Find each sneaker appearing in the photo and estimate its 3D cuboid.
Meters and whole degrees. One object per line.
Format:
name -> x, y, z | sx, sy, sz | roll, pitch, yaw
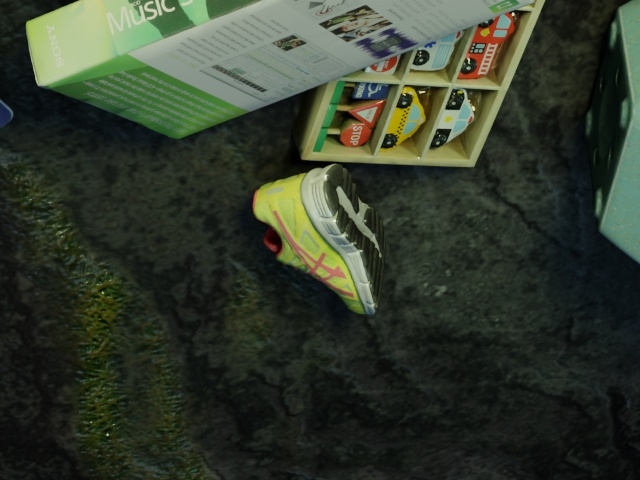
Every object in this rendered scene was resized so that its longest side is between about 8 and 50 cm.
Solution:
sneaker -> 0.000, 0.000, 1.661 | 0.094, 0.081, 0.208 | -6, 145, 17

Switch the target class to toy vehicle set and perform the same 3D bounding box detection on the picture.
toy vehicle set -> 0.090, -0.173, 1.533 | 0.166, 0.035, 0.267 | 1, 134, -21

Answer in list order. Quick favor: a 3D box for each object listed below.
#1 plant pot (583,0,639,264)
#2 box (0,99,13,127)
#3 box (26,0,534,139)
plant pot -> 0.364, -0.093, 1.581 | 0.252, 0.248, 0.247 | 5, 135, -4
box -> -0.368, -0.085, 1.447 | 0.225, 0.036, 0.136 | -29, 138, 12
box -> -0.023, -0.169, 1.363 | 0.322, 0.059, 0.232 | -21, 167, 17
